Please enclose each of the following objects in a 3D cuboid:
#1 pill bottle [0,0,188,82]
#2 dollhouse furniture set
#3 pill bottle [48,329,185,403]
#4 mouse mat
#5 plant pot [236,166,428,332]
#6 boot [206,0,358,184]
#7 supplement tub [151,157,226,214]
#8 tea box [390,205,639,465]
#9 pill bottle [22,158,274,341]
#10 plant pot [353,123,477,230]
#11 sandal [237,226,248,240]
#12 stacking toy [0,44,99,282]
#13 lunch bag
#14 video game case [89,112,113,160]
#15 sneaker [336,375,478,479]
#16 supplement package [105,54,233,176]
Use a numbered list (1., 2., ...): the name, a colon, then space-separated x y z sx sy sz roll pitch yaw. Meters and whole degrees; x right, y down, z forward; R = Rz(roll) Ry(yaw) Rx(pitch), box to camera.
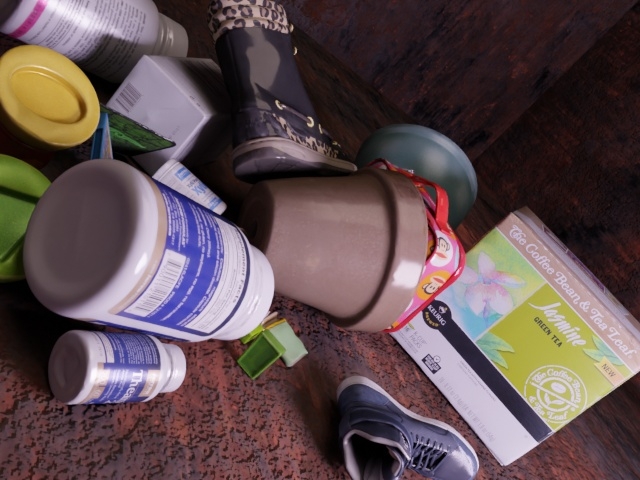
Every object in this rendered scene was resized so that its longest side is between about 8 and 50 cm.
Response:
1. pill bottle: -0.368 -0.357 1.084 0.283 0.160 0.160 20 32 -47
2. dollhouse furniture set: -0.054 0.130 0.887 0.076 0.058 0.151 48 21 9
3. pill bottle: -0.191 0.123 0.637 0.120 0.067 0.067 15 35 -52
4. mouse mat: -0.307 -0.160 0.896 0.189 0.152 0.007 27 71 -38
5. plant pot: 0.000 0.000 1.015 0.229 0.263 0.263 11 35 -28
6. boot: -0.059 -0.229 1.120 0.377 0.138 0.284 0 74 -66
7. supplement tub: -0.197 -0.060 0.967 0.107 0.071 0.071 42 21 -7
8. tea box: 0.361 0.163 1.222 0.329 0.323 0.220 48 21 12
9. pill bottle: -0.165 0.028 0.710 0.153 0.153 0.264 56 11 28
10. plant pot: 0.179 -0.083 1.467 0.293 0.293 0.196 41 47 -9
11. sandal: -0.198 0.000 0.876 0.079 0.088 0.240 18 8 30
12. stacking toy: -0.400 -0.089 0.671 0.308 0.130 0.280 18 59 -44
13. lunch bag: 0.126 -0.010 1.202 0.120 0.258 0.293 24 29 -38
14. video game case: -0.265 -0.066 0.807 0.015 0.119 0.166 -3 38 -12
15. sneaker: 0.117 0.283 0.856 0.226 0.086 0.163 31 12 -6
16. supplement package: -0.226 -0.211 1.102 0.134 0.139 0.244 46 20 1
